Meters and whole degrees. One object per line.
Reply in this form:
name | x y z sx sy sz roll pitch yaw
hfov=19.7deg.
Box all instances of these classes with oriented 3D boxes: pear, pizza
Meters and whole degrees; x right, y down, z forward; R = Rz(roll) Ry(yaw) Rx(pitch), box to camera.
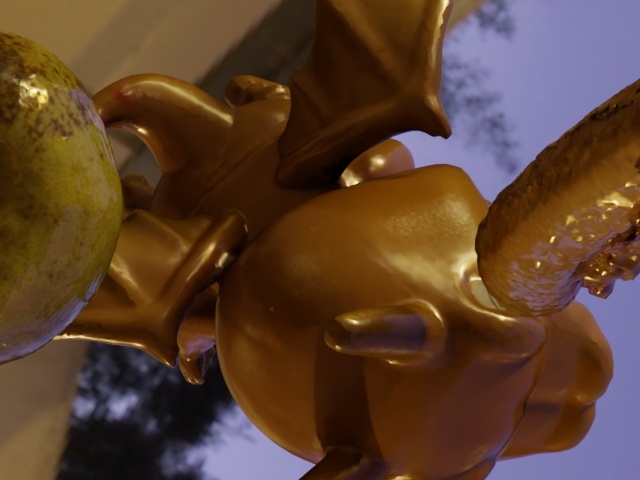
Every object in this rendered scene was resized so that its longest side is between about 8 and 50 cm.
pear | -0.209 -0.023 1.047 0.197 0.197 0.197 -45 -154 29
pizza | 0.238 -0.063 0.990 0.409 0.278 0.114 -31 -100 40

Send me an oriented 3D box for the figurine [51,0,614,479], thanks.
figurine | -0.027 0.025 1.276 0.401 0.268 0.387 -30 -134 -17
